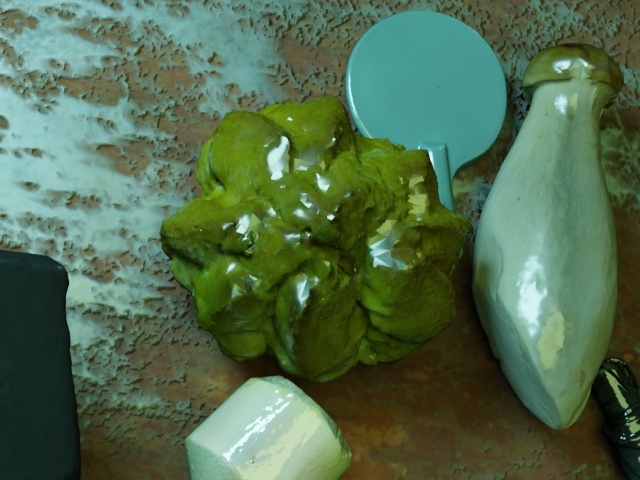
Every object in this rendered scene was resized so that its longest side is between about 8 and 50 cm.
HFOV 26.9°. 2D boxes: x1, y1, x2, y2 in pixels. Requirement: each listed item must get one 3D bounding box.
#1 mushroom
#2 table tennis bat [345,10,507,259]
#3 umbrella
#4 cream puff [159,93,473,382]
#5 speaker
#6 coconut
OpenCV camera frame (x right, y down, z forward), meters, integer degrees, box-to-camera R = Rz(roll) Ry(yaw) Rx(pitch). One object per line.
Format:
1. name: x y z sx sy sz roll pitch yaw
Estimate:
1. mushroom: 0.203 -0.008 1.169 0.128 0.128 0.350 14 72 -11
2. table tennis bat: 0.100 -0.096 1.209 0.153 0.040 0.244 0 74 -12
3. umbrella: 0.300 0.214 1.178 0.066 0.059 0.235 -23 85 -35
4. cream puff: -0.004 0.000 1.090 0.244 0.196 0.244 -9 62 17
5. speaker: -0.325 0.099 0.879 0.388 0.184 0.180 9 71 -49
6. coconut: -0.047 0.180 1.071 0.122 0.116 0.116 -43 91 -17
